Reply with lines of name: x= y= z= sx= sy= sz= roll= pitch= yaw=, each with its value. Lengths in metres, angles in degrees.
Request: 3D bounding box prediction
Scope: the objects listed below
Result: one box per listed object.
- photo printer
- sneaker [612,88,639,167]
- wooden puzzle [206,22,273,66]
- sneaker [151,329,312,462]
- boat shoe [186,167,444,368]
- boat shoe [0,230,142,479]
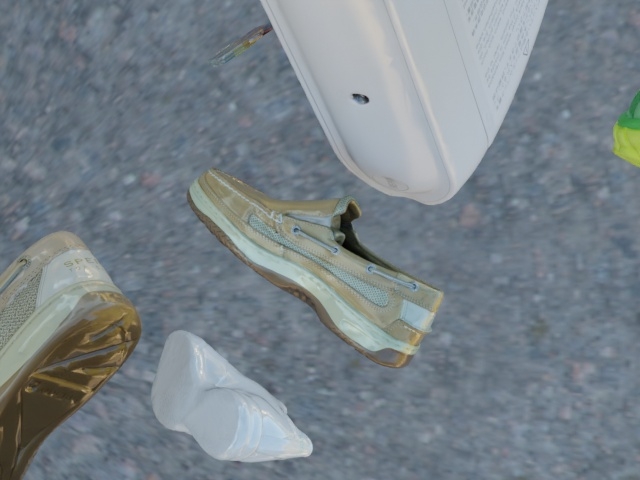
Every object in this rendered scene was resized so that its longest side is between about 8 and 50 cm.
photo printer: x=0.069 y=-0.185 z=1.037 sx=0.107 sy=0.307 sz=0.256 roll=14 pitch=68 yaw=22
sneaker: x=0.220 y=-0.094 z=0.817 sx=0.109 sy=0.295 sz=0.124 roll=19 pitch=112 yaw=8
wooden puzzle: x=-0.061 y=-0.150 z=1.227 sx=0.049 sy=0.083 sz=0.006 roll=-37 pitch=102 yaw=-13
sneaker: x=-0.078 y=0.144 z=1.392 sx=0.094 sy=0.212 sz=0.080 roll=16 pitch=101 yaw=-29
boat shoe: x=0.000 y=0.000 z=1.033 sx=0.190 sy=0.068 sz=0.072 roll=36 pitch=105 yaw=17
boat shoe: x=-0.289 y=0.138 z=1.286 sx=0.341 sy=0.121 sz=0.110 roll=-43 pitch=58 yaw=7
